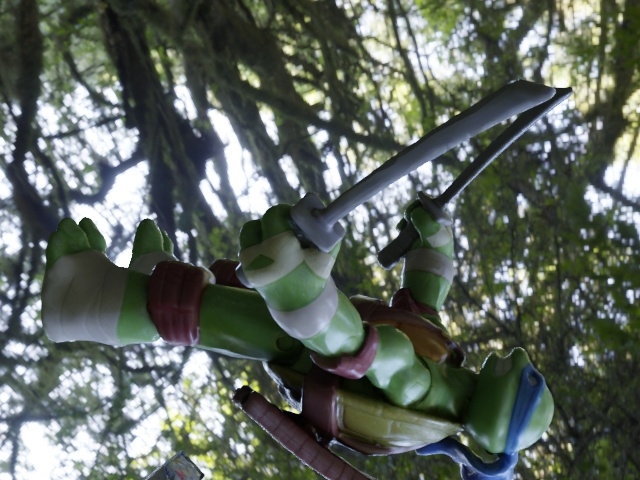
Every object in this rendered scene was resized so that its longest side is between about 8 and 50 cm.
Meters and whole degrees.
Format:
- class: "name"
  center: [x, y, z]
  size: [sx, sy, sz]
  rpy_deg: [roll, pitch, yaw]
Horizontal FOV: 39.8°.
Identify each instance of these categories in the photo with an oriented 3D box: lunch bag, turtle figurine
- class: "lunch bag"
  center: [-0.176, 0.282, 0.988]
  size: [0.053, 0.083, 0.071]
  rpy_deg: [45, -83, 9]
- class: "turtle figurine"
  center: [0.000, 0.000, 0.487]
  size: [0.266, 0.275, 0.198]
  rpy_deg: [7, -146, 17]

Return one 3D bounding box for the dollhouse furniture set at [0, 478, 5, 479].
- class: "dollhouse furniture set"
  center: [-0.402, 0.256, 0.550]
  size: [0.394, 0.362, 0.257]
  rpy_deg: [20, -138, -12]
